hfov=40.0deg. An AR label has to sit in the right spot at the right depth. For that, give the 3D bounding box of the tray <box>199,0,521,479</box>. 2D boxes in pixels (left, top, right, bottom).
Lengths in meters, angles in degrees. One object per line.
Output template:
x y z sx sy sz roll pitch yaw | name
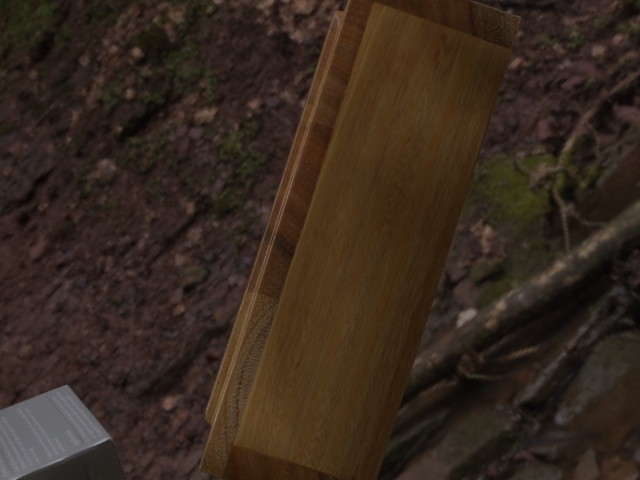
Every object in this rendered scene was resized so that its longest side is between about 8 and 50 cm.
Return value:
0.000 0.000 0.536 0.411 0.076 0.203 -176 104 -85 | tray

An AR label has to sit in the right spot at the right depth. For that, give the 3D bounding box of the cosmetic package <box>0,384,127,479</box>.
-0.260 0.201 0.609 0.238 0.107 0.127 -22 21 -24 | cosmetic package
